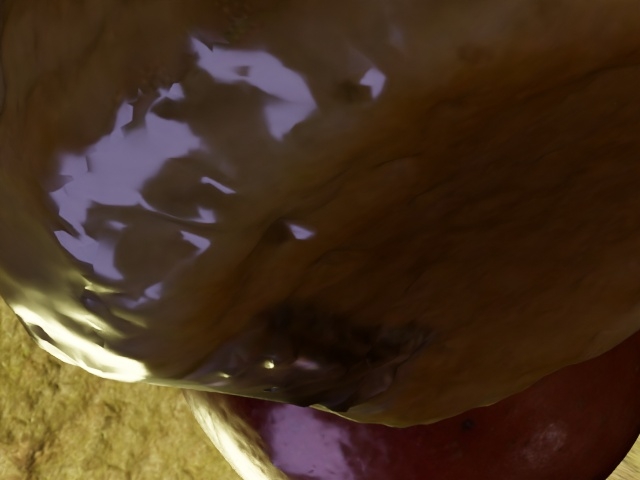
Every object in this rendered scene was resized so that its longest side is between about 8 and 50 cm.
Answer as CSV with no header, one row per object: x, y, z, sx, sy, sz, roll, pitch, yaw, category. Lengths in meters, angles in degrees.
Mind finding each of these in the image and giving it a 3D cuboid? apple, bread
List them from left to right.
0.022,-0.049,0.435,0.134,0.244,0.244,66,-173,21,bread
0.041,0.031,0.795,0.218,0.218,0.201,19,164,42,apple
